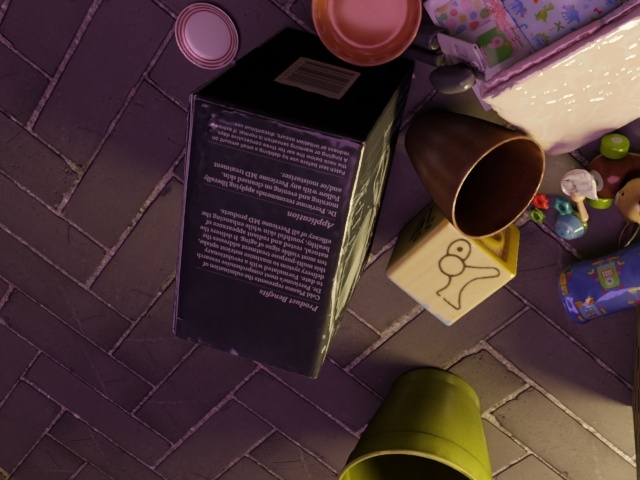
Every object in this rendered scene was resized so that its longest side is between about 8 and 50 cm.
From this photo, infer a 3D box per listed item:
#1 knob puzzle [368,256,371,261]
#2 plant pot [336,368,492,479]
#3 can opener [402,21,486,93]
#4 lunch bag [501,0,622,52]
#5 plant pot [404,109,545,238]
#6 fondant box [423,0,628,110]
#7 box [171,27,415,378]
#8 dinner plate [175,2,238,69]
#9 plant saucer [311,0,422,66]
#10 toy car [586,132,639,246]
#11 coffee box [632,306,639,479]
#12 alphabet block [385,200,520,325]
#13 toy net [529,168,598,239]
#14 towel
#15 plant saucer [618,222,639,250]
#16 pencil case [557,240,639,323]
[{"bbox_3d":[0.000,0.000,1.779,0.213,0.030,0.213,9,124,13],"label":"knob puzzle"},{"bbox_3d":[0.251,0.509,1.828,0.367,0.353,0.366,8,123,13],"label":"plant pot"},{"bbox_3d":[0.188,-0.335,1.363,0.095,0.283,0.076,-38,129,-11],"label":"can opener"},{"bbox_3d":[0.390,-0.393,1.246,0.151,0.096,0.129,-35,107,22],"label":"lunch bag"},{"bbox_3d":[0.270,-0.154,1.467,0.230,0.216,0.215,47,139,42],"label":"plant pot"},{"bbox_3d":[0.387,-0.414,1.351,0.330,0.096,0.238,-25,111,28],"label":"fondant box"},{"bbox_3d":[-0.043,-0.092,1.439,0.298,0.480,0.471,17,121,8],"label":"box"},{"bbox_3d":[-0.236,-0.427,1.588,0.141,0.017,0.141,8,123,13],"label":"dinner plate"},{"bbox_3d":[0.084,-0.415,1.361,0.200,0.037,0.199,6,115,13],"label":"plant saucer"},{"bbox_3d":[0.580,-0.082,1.429,0.149,0.188,0.155,9,135,12],"label":"toy car"},{"bbox_3d":[0.826,0.345,1.549,0.338,0.337,0.334,0,121,18],"label":"coffee box"},{"bbox_3d":[0.281,0.024,1.606,0.192,0.193,0.197,39,125,-11],"label":"alphabet block"},{"bbox_3d":[0.492,-0.086,1.511,0.122,0.045,0.232,42,158,22],"label":"toy net"},{"bbox_3d":[0.479,-0.275,1.321,0.317,0.053,0.332,-28,151,28],"label":"towel"},{"bbox_3d":[0.701,0.000,1.557,0.169,0.029,0.168,9,125,13],"label":"plant saucer"},{"bbox_3d":[0.632,0.063,1.529,0.306,0.119,0.133,-27,69,31],"label":"pencil case"}]
